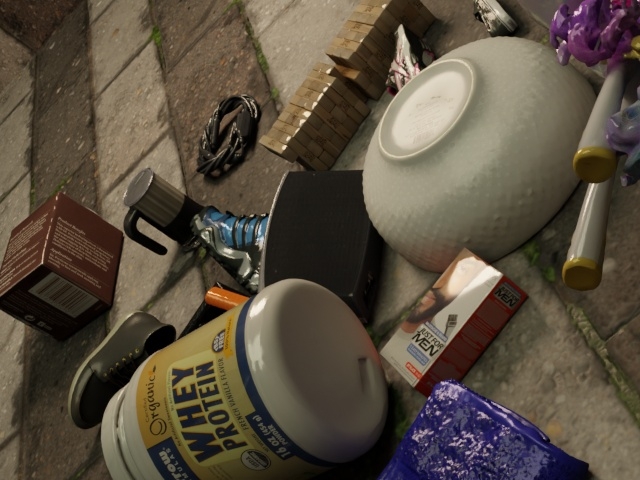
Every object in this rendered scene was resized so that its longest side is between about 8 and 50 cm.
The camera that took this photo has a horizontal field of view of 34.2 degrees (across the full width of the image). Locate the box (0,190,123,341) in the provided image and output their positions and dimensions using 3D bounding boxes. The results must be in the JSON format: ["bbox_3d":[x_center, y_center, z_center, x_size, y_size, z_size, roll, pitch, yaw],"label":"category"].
[{"bbox_3d":[-0.511,0.052,2.037,0.167,0.168,0.203,-34,36,29],"label":"box"}]

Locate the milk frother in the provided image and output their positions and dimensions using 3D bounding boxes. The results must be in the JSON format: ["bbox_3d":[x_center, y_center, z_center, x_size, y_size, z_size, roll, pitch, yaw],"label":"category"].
[{"bbox_3d":[-0.265,-0.048,1.848,0.143,0.135,0.129,-15,49,45],"label":"milk frother"}]

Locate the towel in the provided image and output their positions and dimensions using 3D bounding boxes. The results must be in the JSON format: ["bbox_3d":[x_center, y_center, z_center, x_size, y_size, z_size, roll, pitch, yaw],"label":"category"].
[{"bbox_3d":[0.111,0.303,1.073,0.308,0.076,0.228,-57,31,-6],"label":"towel"}]

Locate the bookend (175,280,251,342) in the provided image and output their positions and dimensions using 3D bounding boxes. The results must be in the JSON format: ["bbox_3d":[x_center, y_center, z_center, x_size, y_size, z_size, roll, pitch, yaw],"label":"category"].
[{"bbox_3d":[-0.140,0.169,1.522,0.157,0.072,0.156,-55,38,9],"label":"bookend"}]

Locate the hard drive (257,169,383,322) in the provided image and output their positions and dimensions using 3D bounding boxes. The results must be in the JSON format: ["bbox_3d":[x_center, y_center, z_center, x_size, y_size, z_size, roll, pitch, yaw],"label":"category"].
[{"bbox_3d":[0.000,0.000,1.459,0.172,0.054,0.254,0,50,11],"label":"hard drive"}]

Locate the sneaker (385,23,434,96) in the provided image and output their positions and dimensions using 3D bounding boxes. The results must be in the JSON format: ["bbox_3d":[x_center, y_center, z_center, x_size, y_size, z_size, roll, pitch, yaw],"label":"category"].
[{"bbox_3d":[0.130,-0.262,1.606,0.077,0.072,0.178,-37,35,27],"label":"sneaker"}]

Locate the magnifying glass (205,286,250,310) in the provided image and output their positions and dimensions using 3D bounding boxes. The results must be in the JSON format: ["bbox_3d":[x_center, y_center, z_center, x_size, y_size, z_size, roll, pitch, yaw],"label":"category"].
[{"bbox_3d":[-0.061,0.107,1.437,0.231,0.026,0.092,18,40,29],"label":"magnifying glass"}]

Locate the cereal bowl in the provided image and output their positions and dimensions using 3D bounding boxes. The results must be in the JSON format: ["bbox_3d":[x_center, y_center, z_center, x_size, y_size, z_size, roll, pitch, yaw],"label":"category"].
[{"bbox_3d":[0.180,-0.134,1.351,0.339,0.141,0.339,-32,37,28],"label":"cereal bowl"}]

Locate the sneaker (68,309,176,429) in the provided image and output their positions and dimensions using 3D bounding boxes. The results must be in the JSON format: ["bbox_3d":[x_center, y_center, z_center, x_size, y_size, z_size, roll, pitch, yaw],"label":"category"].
[{"bbox_3d":[-0.331,0.218,1.724,0.118,0.083,0.222,7,64,54],"label":"sneaker"}]

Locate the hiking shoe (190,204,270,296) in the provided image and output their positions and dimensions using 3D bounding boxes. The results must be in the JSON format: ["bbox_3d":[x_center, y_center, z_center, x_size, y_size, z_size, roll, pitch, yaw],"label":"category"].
[{"bbox_3d":[-0.093,0.008,1.617,0.132,0.113,0.304,-45,40,-5],"label":"hiking shoe"}]

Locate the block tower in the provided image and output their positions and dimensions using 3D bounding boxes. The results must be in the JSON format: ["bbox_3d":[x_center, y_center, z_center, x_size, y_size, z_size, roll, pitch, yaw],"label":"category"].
[{"bbox_3d":[0.044,-0.260,1.697,0.335,0.097,0.091,-53,31,-4],"label":"block tower"}]

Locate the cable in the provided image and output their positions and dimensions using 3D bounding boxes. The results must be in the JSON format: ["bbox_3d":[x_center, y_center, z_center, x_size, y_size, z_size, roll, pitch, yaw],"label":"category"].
[{"bbox_3d":[-0.179,-0.202,1.983,0.150,0.047,0.184,-35,38,35],"label":"cable"}]

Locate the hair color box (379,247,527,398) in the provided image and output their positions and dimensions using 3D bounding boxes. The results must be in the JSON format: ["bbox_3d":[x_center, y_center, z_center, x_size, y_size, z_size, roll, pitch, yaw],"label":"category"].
[{"bbox_3d":[0.156,0.100,1.235,0.167,0.053,0.093,-51,31,1],"label":"hair color box"}]

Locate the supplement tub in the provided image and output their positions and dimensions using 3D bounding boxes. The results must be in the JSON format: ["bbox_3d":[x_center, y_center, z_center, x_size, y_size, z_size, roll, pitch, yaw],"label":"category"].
[{"bbox_3d":[-0.099,0.208,1.293,0.316,0.228,0.228,-31,38,31],"label":"supplement tub"}]

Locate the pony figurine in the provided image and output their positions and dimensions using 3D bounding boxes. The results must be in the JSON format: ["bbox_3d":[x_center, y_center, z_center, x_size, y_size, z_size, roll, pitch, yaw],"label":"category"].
[{"bbox_3d":[0.324,-0.179,1.059,0.303,0.351,0.363,7,56,15],"label":"pony figurine"}]

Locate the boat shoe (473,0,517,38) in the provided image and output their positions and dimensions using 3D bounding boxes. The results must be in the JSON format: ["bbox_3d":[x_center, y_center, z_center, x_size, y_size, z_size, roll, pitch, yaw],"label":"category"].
[{"bbox_3d":[0.248,-0.344,1.554,0.040,0.049,0.142,-43,35,17],"label":"boat shoe"}]
